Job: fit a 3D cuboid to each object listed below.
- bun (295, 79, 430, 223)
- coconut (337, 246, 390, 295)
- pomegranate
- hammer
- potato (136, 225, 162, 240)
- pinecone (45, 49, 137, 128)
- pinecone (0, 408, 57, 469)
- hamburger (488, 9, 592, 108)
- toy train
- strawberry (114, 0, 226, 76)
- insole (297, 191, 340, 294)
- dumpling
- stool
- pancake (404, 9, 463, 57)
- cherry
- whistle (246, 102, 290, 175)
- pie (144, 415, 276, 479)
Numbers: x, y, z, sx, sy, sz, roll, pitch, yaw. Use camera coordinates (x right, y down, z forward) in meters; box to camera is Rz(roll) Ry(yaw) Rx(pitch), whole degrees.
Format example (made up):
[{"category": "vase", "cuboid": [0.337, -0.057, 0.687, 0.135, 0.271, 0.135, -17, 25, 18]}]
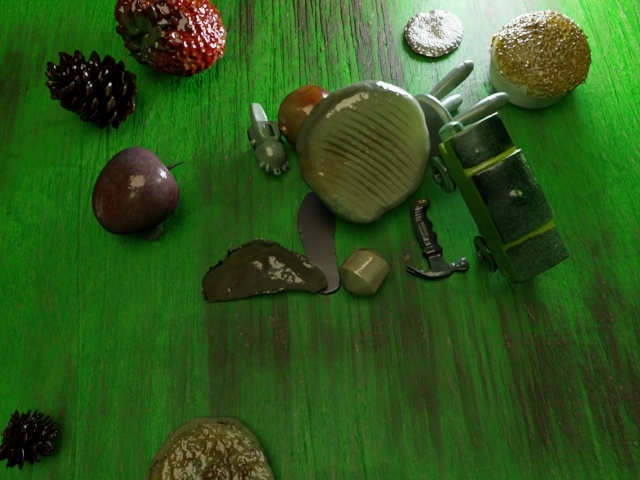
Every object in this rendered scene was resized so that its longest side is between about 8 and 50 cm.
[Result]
[{"category": "bun", "cuboid": [0.112, -0.239, 1.351, 0.364, 0.219, 0.366, -4, 110, -11]}, {"category": "coconut", "cuboid": [0.106, 0.085, 1.310, 0.116, 0.116, 0.122, 35, 70, 17]}, {"category": "pomegranate", "cuboid": [-0.032, -0.346, 1.464, 0.191, 0.191, 0.192, -2, 68, 4]}, {"category": "hammer", "cuboid": [0.289, -0.004, 1.371, 0.158, 0.041, 0.227, -12, 68, -2]}, {"category": "potato", "cuboid": [-0.476, -0.022, 1.447, 0.093, 0.036, 0.037, -1, 104, 24]}, {"category": "pinecone", "cuboid": [-0.675, -0.457, 1.526, 0.224, 0.272, 0.225, -18, 63, 38]}, {"category": "pinecone", "cuboid": [-0.692, 0.471, 1.212, 0.120, 0.140, 0.140, 9, 66, -22]}, {"category": "hamburger", "cuboid": [0.629, -0.529, 1.481, 0.275, 0.179, 0.295, -16, 67, -3]}, {"category": "toy train", "cuboid": [0.422, -0.096, 1.229, 0.179, 0.272, 0.443, -28, 92, 1]}, {"category": "strawberry", "cuboid": [-0.444, -0.666, 1.609, 0.312, 0.267, 0.351, 43, 44, -8]}, {"category": "insole", "cuboid": [0.000, 0.000, 1.407, 0.110, 0.012, 0.310, -13, 67, 1]}, {"category": "dumpling", "cuboid": [-0.154, 0.068, 1.354, 0.331, 0.086, 0.166, -6, 100, 2]}, {"category": "stool", "cuboid": [0.378, -0.352, 1.428, 0.198, 0.195, 0.195, -29, 68, -12]}, {"category": "pancake", "cuboid": [0.364, -0.667, 1.645, 0.199, 0.021, 0.200, -2, 68, 4]}, {"category": "cherry", "cuboid": [-0.494, -0.143, 1.396, 0.285, 0.236, 0.213, -36, 111, 0]}, {"category": "whistle", "cuboid": [-0.161, -0.294, 1.494, 0.110, 0.092, 0.245, -10, 69, -31]}, {"category": "pie", "cuboid": [-0.252, 0.570, 1.161, 0.338, 0.077, 0.340, -2, 68, 4]}]
